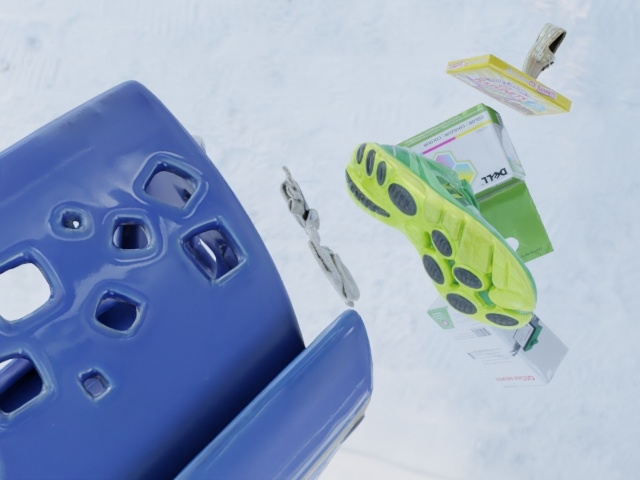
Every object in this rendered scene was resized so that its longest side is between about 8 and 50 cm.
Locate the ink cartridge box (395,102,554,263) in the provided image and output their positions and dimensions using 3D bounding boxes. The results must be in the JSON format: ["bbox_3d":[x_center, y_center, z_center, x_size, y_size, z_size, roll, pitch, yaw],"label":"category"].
[{"bbox_3d":[0.245,-0.067,1.340,0.188,0.097,0.255,-25,78,23],"label":"ink cartridge box"}]

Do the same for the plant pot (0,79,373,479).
[{"bbox_3d":[-0.117,0.099,0.439,0.212,0.236,0.236,40,148,12],"label":"plant pot"}]

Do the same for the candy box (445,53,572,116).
[{"bbox_3d":[0.324,-0.263,1.394,0.105,0.206,0.027,2,75,58],"label":"candy box"}]

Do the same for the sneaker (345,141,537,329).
[{"bbox_3d":[0.153,-0.025,0.943,0.295,0.123,0.109,50,137,30],"label":"sneaker"}]

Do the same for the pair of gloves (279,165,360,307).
[{"bbox_3d":[0.000,0.000,1.424,0.042,0.204,0.240,-29,60,2],"label":"pair of gloves"}]

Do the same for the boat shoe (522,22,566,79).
[{"bbox_3d":[0.428,-0.355,1.559,0.045,0.050,0.135,23,83,32],"label":"boat shoe"}]

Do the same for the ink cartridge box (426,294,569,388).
[{"bbox_3d":[0.334,0.172,1.544,0.219,0.092,0.160,45,157,-9],"label":"ink cartridge box"}]

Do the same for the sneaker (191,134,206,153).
[{"bbox_3d":[-0.179,-0.056,1.031,0.095,0.236,0.104,-19,82,-13],"label":"sneaker"}]
